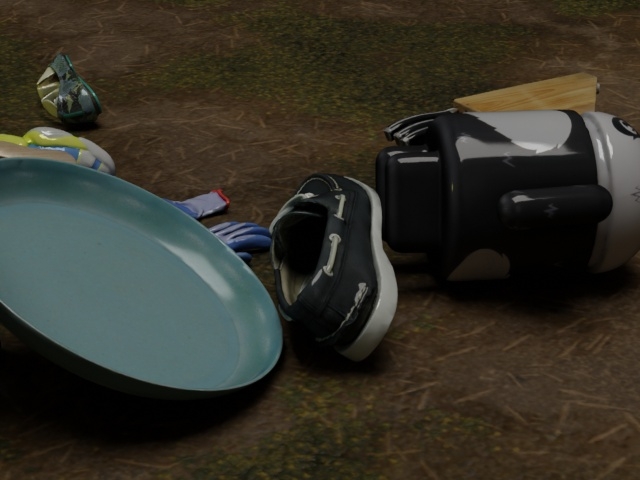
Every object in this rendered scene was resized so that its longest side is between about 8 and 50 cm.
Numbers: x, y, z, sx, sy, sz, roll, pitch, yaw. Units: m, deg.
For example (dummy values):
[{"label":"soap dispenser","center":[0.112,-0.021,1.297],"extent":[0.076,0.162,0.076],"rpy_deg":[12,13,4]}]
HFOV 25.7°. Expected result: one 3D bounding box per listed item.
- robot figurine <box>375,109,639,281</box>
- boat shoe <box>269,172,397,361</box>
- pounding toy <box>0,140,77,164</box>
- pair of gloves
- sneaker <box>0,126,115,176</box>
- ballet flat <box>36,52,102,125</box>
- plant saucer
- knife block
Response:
[{"label":"robot figurine","center":[0.197,-0.049,1.405],"extent":[0.278,0.173,0.209],"rpy_deg":[-2,49,-6]},{"label":"boat shoe","center":[0.000,0.000,1.341],"extent":[0.091,0.114,0.302],"rpy_deg":[30,14,-21]},{"label":"pounding toy","center":[-0.363,-0.052,1.375],"extent":[0.270,0.155,0.154],"rpy_deg":[10,46,1]},{"label":"pair of gloves","center":[-0.146,-0.014,1.496],"extent":[0.159,0.023,0.198],"rpy_deg":[-12,27,-27]},{"label":"sneaker","center":[-0.351,-0.062,1.545],"extent":[0.240,0.091,0.126],"rpy_deg":[9,54,-8]},{"label":"ballet flat","center":[-0.341,-0.199,1.845],"extent":[0.070,0.070,0.188],"rpy_deg":[-8,23,-19]},{"label":"plant saucer","center":[-0.182,0.037,1.227],"extent":[0.318,0.043,0.317],"rpy_deg":[27,24,-13]},{"label":"knife block","center":[0.208,-0.129,1.684],"extent":[0.242,0.088,0.275],"rpy_deg":[7,26,10]}]
